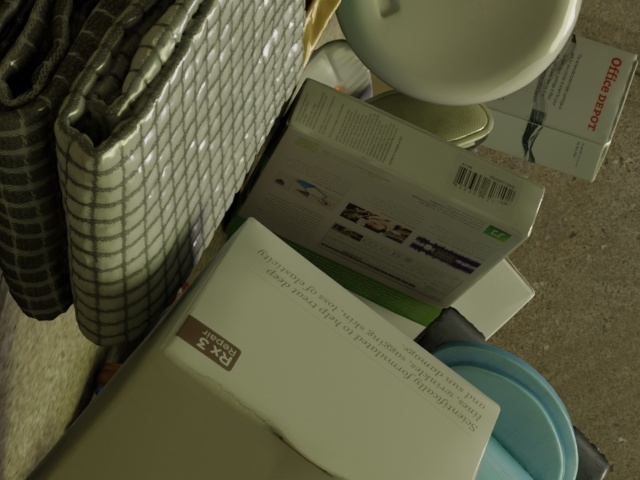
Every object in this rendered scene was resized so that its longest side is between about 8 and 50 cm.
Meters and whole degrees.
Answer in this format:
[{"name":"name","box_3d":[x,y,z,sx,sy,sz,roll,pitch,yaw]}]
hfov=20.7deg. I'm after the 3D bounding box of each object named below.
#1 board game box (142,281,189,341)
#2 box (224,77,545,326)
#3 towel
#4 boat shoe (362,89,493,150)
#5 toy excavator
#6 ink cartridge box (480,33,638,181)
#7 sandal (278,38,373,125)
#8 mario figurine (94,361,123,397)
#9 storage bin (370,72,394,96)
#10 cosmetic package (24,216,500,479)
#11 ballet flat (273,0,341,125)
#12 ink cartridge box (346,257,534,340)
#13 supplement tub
[{"name":"board game box","box_3d":[-0.110,0.141,1.565,0.027,0.145,0.281,-29,153,-22]},{"name":"box","box_3d":[0.048,-0.026,1.633,0.322,0.232,0.058,128,-14,-67]},{"name":"towel","box_3d":[-0.110,-0.107,1.077,0.235,0.121,0.283,93,20,-57]},{"name":"boat shoe","box_3d":[0.061,-0.096,1.774,0.079,0.233,0.084,93,-21,-59]},{"name":"toy excavator","box_3d":[0.037,0.281,1.527,0.433,0.222,0.445,-44,177,8]},{"name":"ink cartridge box","box_3d":[0.262,-0.179,2.123,0.087,0.208,0.153,95,17,-59]},{"name":"sandal","box_3d":[0.000,-0.131,1.835,0.102,0.076,0.265,-32,151,-10]},{"name":"mario figurine","box_3d":[-0.154,0.276,1.446,0.198,0.170,0.320,32,66,-46]},{"name":"storage bin","box_3d":[0.139,-0.280,2.231,0.262,0.123,0.260,73,38,-75]},{"name":"cosmetic package","box_3d":[-0.085,0.193,1.163,0.385,0.217,0.156,-46,-171,36]},{"name":"ballet flat","box_3d":[-0.028,-0.206,1.526,0.073,0.080,0.232,44,59,-48]},{"name":"ink cartridge box","box_3d":[0.073,0.058,1.928,0.198,0.197,0.270,-41,-179,-10]},{"name":"supplement tub","box_3d":[0.132,-0.269,1.745,0.325,0.235,0.235,-77,-175,-77]}]
